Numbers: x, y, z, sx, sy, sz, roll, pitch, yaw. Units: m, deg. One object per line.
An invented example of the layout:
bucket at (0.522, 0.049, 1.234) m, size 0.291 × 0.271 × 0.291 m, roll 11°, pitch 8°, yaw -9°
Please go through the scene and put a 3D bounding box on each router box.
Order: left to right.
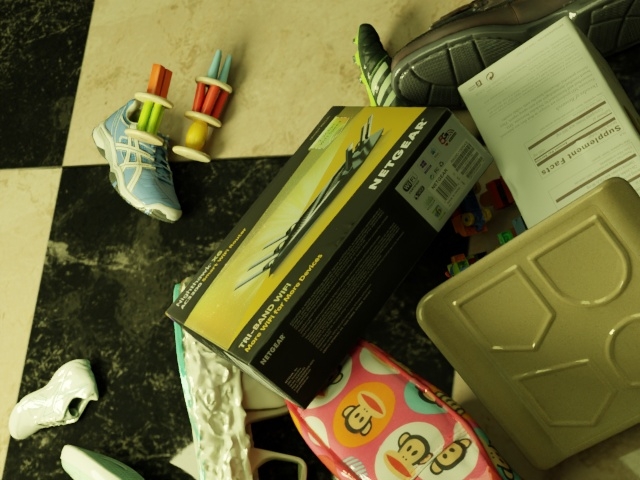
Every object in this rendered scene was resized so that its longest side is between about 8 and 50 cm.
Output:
router box at (0.000, 0.000, 1.056) m, size 0.308 × 0.081 × 0.243 m, roll -52°, pitch 25°, yaw -12°

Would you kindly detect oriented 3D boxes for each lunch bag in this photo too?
lunch bag at (0.118, 0.229, 0.973) m, size 0.120 × 0.258 × 0.293 m, roll -48°, pitch 36°, yaw -4°

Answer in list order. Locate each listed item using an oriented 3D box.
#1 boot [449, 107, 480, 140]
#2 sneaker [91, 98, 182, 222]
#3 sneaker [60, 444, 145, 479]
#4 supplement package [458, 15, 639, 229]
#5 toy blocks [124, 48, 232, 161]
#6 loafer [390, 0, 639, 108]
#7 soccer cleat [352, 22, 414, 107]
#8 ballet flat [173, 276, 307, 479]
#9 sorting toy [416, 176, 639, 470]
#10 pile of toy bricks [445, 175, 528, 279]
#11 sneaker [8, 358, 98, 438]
boot at (0.183, -0.148, 1.171) m, size 0.087 × 0.042 × 0.118 m, roll -29°, pitch 70°, yaw 12°
sneaker at (-0.240, -0.109, 1.396) m, size 0.081 × 0.080 × 0.211 m, roll -45°, pitch 59°, yaw 16°
sneaker at (-0.257, 0.361, 1.250) m, size 0.256 × 0.094 × 0.151 m, roll 30°, pitch 86°, yaw 32°
supplement package at (0.265, -0.073, 1.035) m, size 0.134 × 0.139 × 0.244 m, roll -33°, pitch 63°, yaw 22°
toy blocks at (-0.181, -0.192, 1.363) m, size 0.054 × 0.123 × 0.148 m, roll 3°, pitch 76°, yaw 63°
loafer at (0.219, -0.230, 1.125) m, size 0.303 × 0.109 × 0.095 m, roll -17°, pitch 49°, yaw 9°
soccer cleat at (0.087, -0.183, 1.233) m, size 0.072 × 0.060 × 0.178 m, roll -18°, pitch 73°, yaw 17°
ballet flat at (-0.085, 0.238, 1.185) m, size 0.147 × 0.147 × 0.408 m, roll -17°, pitch 70°, yaw 27°
sorting toy at (0.266, 0.117, 0.951) m, size 0.229 × 0.041 × 0.307 m, roll -36°, pitch 98°, yaw 23°
pile of toy bricks at (0.173, 0.034, 1.097) m, size 0.105 × 0.118 × 0.212 m, roll -30°, pitch 76°, yaw 53°
sneaker at (-0.360, 0.226, 1.385) m, size 0.152 × 0.054 × 0.061 m, roll -41°, pitch 61°, yaw 14°
